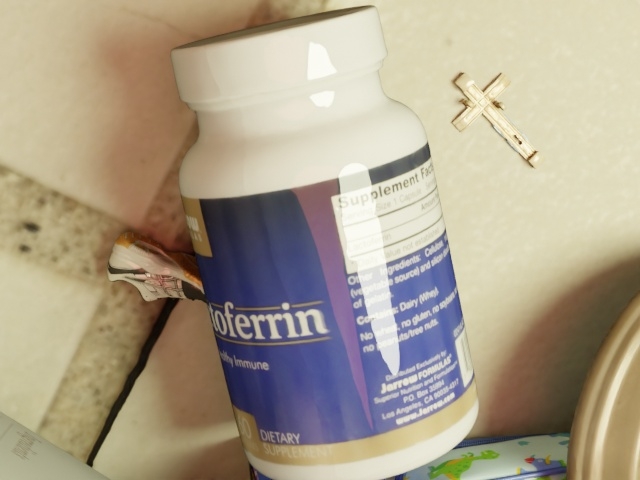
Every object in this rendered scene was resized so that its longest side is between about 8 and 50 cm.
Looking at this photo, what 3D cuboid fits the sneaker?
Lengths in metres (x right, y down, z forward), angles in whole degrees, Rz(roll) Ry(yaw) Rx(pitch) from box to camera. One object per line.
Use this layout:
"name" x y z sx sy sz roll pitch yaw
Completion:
"sneaker" -0.100 0.026 0.761 0.083 0.032 0.037 27 109 -8

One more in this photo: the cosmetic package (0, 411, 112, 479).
"cosmetic package" -0.261 0.245 0.581 0.394 0.327 0.329 33 84 -7

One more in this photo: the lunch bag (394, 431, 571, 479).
"lunch bag" 0.144 0.247 0.809 0.176 0.090 0.219 -8 101 -7

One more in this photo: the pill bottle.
"pill bottle" 0.000 0.000 0.706 0.153 0.153 0.264 -14 102 -6

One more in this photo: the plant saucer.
"plant saucer" 0.280 0.141 0.785 0.278 0.041 0.277 -4 97 -32

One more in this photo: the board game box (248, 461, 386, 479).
"board game box" 0.023 0.318 0.729 0.078 0.233 0.347 -8 102 -8

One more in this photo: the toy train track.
"toy train track" 0.122 -0.080 0.781 0.048 0.014 0.083 -45 105 2
